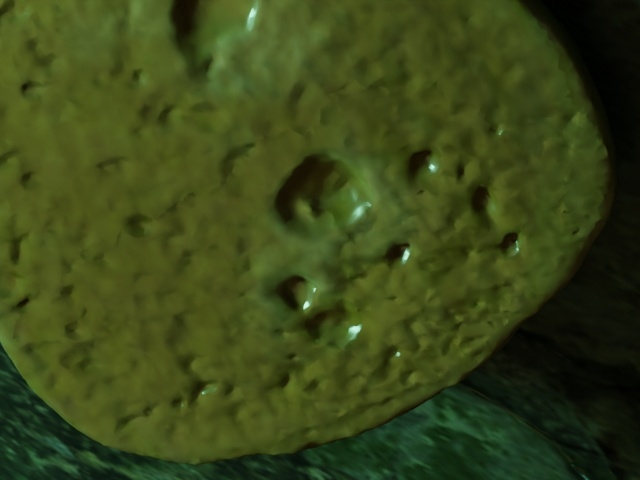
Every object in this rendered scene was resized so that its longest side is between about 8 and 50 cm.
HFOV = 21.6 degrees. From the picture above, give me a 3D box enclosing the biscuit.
[{"bbox_3d":[-0.034,-0.047,0.977,0.385,0.062,0.365,-23,109,11],"label":"biscuit"}]
